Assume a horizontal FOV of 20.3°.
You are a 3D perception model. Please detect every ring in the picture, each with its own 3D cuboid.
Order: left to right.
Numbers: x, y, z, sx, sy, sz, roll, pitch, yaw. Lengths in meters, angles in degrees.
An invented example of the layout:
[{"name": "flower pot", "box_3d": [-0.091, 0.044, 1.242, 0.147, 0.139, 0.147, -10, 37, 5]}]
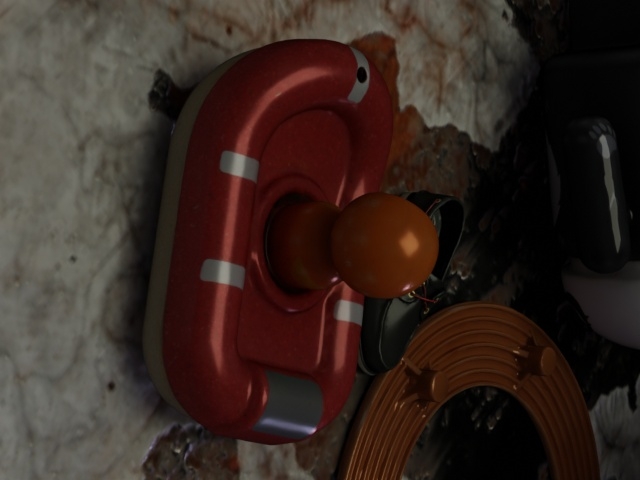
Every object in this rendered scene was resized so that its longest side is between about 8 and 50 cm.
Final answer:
[{"name": "ring", "box_3d": [0.118, 0.210, 1.244, 0.336, 0.032, 0.336, -1, 91, -51]}]

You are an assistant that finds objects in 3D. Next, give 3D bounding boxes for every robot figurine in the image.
[{"name": "robot figurine", "box_3d": [0.248, -0.057, 1.303, 0.209, 0.173, 0.278, -8, 97, -16]}]

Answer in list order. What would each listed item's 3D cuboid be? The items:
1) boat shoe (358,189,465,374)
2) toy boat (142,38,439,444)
[{"name": "boat shoe", "box_3d": [0.058, 0.027, 1.164, 0.049, 0.042, 0.133, 45, 58, -44]}, {"name": "toy boat", "box_3d": [0.000, 0.000, 1.003, 0.151, 0.151, 0.231, 18, 76, -50]}]
